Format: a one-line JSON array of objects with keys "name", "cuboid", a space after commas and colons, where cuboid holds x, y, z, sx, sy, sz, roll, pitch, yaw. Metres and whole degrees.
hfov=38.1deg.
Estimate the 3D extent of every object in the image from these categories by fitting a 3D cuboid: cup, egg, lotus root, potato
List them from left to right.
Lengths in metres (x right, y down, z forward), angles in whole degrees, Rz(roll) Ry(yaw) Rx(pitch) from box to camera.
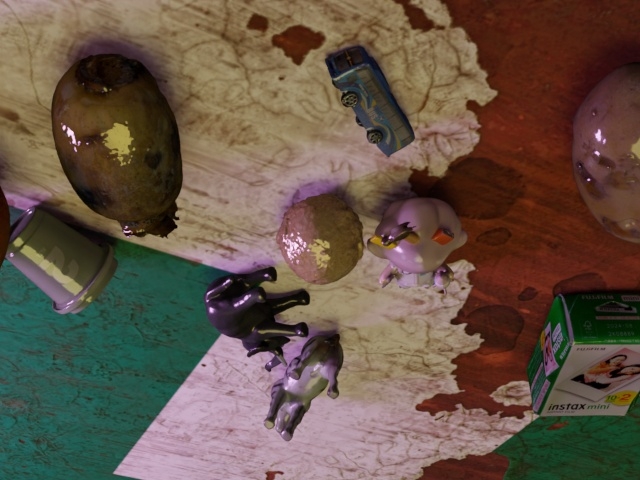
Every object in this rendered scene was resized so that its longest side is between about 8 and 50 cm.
[{"name": "cup", "cuboid": [-0.363, 0.022, 1.282, 0.120, 0.120, 0.141, -31, 118, 28]}, {"name": "lotus root", "cuboid": [-0.237, -0.097, 1.114, 0.154, 0.154, 0.278, -5, 139, 2]}, {"name": "egg", "cuboid": [0.000, 0.000, 1.273, 0.116, 0.118, 0.140, -27, 141, -36]}, {"name": "potato", "cuboid": [0.394, -0.104, 1.148, 0.165, 0.165, 0.262, -18, 128, 16]}]

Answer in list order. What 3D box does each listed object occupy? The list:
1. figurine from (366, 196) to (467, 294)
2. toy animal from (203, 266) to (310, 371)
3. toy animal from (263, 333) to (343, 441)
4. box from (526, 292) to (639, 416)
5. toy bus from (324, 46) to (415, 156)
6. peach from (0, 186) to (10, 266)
[{"name": "figurine", "cuboid": [0.135, 0.007, 1.292, 0.137, 0.112, 0.229, 1, 153, 7]}, {"name": "toy animal", "cuboid": [-0.083, 0.127, 1.435, 0.137, 0.082, 0.269, -15, 141, 18]}, {"name": "toy animal", "cuboid": [-0.042, 0.255, 1.524, 0.090, 0.170, 0.255, 35, 132, -6]}, {"name": "box", "cuboid": [0.450, 0.193, 1.524, 0.180, 0.103, 0.250, 0, 138, -3]}, {"name": "toy bus", "cuboid": [0.061, -0.168, 1.128, 0.061, 0.051, 0.153, -29, 134, 10]}, {"name": "peach", "cuboid": [-0.498, -0.009, 1.143, 0.231, 0.231, 0.231, -2, 139, -2]}]
